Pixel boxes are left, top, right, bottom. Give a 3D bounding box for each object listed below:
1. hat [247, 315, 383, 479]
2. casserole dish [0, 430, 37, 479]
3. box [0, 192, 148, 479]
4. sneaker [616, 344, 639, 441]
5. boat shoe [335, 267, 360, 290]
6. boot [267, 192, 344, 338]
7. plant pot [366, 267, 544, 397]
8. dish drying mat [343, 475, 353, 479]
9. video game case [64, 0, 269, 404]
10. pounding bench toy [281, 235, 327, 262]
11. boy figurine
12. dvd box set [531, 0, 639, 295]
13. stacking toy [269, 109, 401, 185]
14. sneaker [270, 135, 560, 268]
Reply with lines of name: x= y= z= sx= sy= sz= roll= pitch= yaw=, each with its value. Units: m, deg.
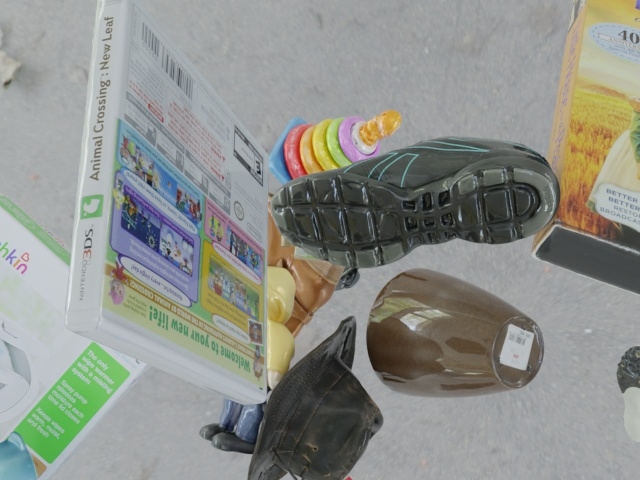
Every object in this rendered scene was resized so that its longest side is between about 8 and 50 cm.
hat: x=0.017 y=0.289 z=1.262 sx=0.134 sy=0.331 sz=0.331 roll=30 pitch=91 yaw=20
casserole dish: x=-0.284 y=0.270 z=0.743 sx=0.114 sy=0.037 sz=0.188 roll=-1 pitch=94 yaw=55
box: x=-0.344 y=0.117 z=0.937 sx=0.262 sy=0.127 sz=0.231 roll=42 pitch=87 yaw=-1
sneaker: x=0.684 y=0.317 z=1.732 sx=0.086 sy=0.085 sz=0.237 roll=-23 pitch=117 yaw=-23
boat shoe: x=0.035 y=0.065 z=1.888 sx=0.113 sy=0.340 sz=0.127 roll=36 pitch=58 yaw=-15
boot: x=-0.089 y=0.039 z=1.572 sx=0.283 sy=0.109 sz=0.220 roll=36 pitch=100 yaw=23
plant pot: x=0.224 y=0.156 z=1.274 sx=0.215 sy=0.230 sz=0.215 roll=-1 pitch=92 yaw=-32
dish drying mat: x=0.052 y=0.324 z=0.984 sx=0.083 sy=0.032 sz=0.008 roll=47 pitch=132 yaw=16
video game case: x=-0.080 y=-0.013 z=0.505 sx=0.023 sy=0.212 sz=0.193 roll=-8 pitch=67 yaw=16
pounding bench toy: x=0.000 y=0.000 z=1.010 sx=0.083 sy=0.065 sz=0.052 roll=6 pitch=89 yaw=43
boy figurine: x=-0.098 y=0.180 z=1.258 sx=0.092 sy=0.177 sz=0.285 roll=14 pitch=92 yaw=-30
dvd box set: x=0.399 y=-0.109 z=0.857 sx=0.307 sy=0.062 sz=0.420 roll=20 pitch=54 yaw=1
stacking toy: x=0.055 y=-0.196 z=1.666 sx=0.302 sy=0.175 sz=0.166 roll=-22 pitch=123 yaw=44
sneaker: x=0.086 y=-0.040 z=0.769 sx=0.267 sy=0.106 sz=0.101 roll=-3 pitch=120 yaw=16
